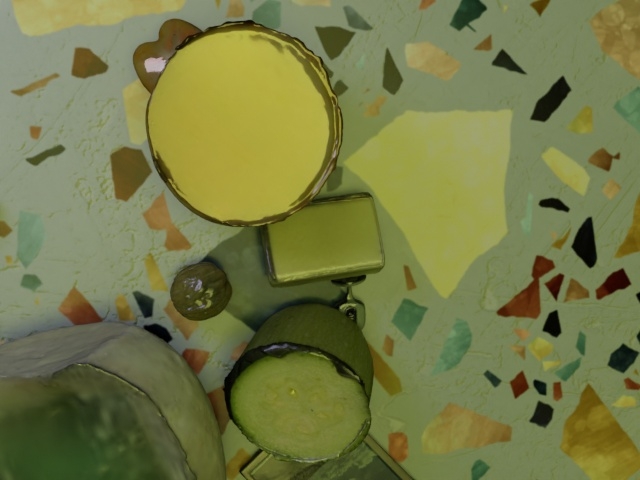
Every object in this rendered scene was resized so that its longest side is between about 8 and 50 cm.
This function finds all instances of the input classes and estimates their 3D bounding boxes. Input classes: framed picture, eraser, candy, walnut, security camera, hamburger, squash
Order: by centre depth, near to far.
[{"bbox_3d":[-0.127,-0.165,1.270,0.302,0.186,0.261,37,86,-16],"label":"hamburger"},{"bbox_3d":[-0.318,0.316,1.302,0.386,0.186,0.427,-25,102,4],"label":"candy"},{"bbox_3d":[-0.173,0.074,1.350,0.092,0.092,0.092,-1,97,-9],"label":"walnut"},{"bbox_3d":[0.000,0.000,1.364,0.172,0.058,0.117,-9,78,-8],"label":"eraser"},{"bbox_3d":[-0.027,0.217,1.370,0.220,0.133,0.220,3,112,6],"label":"squash"},{"bbox_3d":[0.045,0.096,1.404,0.058,0.058,0.092,-9,107,-8],"label":"security camera"},{"bbox_3d":[0.024,0.380,1.449,0.189,0.023,0.260,-43,101,-4],"label":"framed picture"}]
